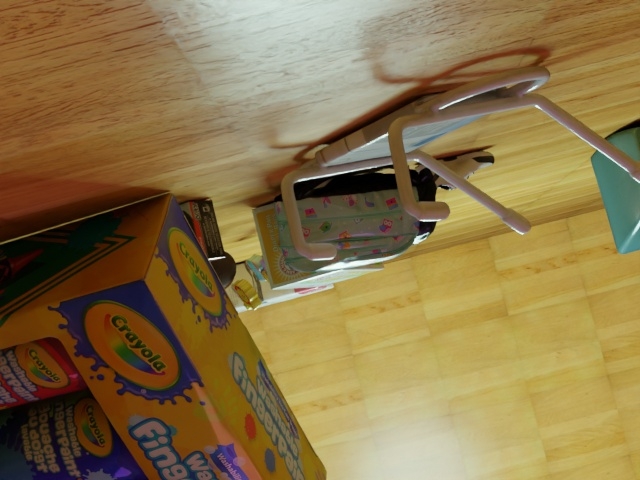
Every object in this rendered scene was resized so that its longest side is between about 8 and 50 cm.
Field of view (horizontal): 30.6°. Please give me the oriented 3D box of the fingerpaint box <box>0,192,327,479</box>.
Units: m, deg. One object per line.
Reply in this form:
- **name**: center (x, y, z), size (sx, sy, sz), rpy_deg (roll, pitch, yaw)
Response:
- **fingerpaint box**: center (-0.245, 0.209, 1.322), size (0.371, 0.445, 0.163), rpy_deg (-15, -147, 16)

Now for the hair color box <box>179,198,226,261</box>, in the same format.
- **hair color box**: center (-0.181, 0.005, 1.363), size (0.141, 0.072, 0.043), rpy_deg (-19, 173, 36)

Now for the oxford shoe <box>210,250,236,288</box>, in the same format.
- **oxford shoe**: center (-0.201, 0.045, 1.654), size (0.098, 0.097, 0.271), rpy_deg (-25, 169, 37)

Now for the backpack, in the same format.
- **backpack**: center (0.036, -0.025, 1.399), size (0.182, 0.115, 0.152), rpy_deg (-9, 176, -22)

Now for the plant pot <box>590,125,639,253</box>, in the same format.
- **plant pot**: center (0.507, -0.098, 1.708), size (0.165, 0.166, 0.234), rpy_deg (-14, 167, 5)

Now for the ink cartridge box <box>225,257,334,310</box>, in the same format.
- **ink cartridge box**: center (-0.101, 0.081, 2.339), size (0.217, 0.092, 0.158), rpy_deg (-17, 175, 11)

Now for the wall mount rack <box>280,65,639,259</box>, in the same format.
- **wall mount rack**: center (0.141, -0.065, 1.148), size (0.304, 0.131, 0.350), rpy_deg (-11, 175, -31)

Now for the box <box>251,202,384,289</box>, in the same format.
- **box**: center (0.000, 0.000, 1.580), size (0.103, 0.114, 0.203), rpy_deg (-16, 174, 18)

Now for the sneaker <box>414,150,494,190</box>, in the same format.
- **sneaker**: center (0.176, -0.087, 1.507), size (0.109, 0.044, 0.040), rpy_deg (-15, 173, -14)

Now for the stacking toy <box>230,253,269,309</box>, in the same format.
- **stacking toy**: center (-0.089, 0.041, 1.849), size (0.167, 0.052, 0.221), rpy_deg (-40, -170, -19)
